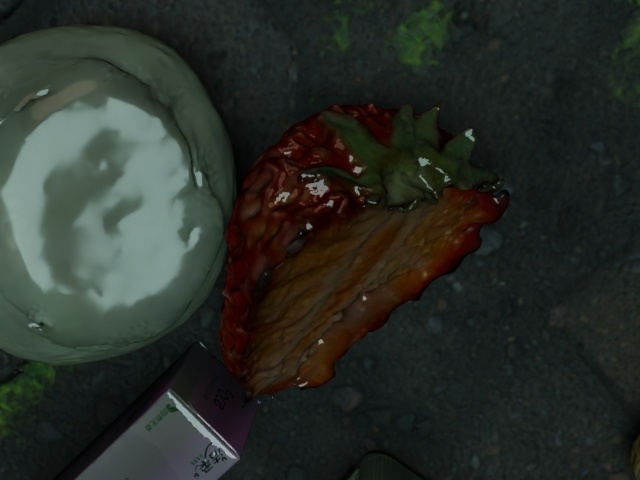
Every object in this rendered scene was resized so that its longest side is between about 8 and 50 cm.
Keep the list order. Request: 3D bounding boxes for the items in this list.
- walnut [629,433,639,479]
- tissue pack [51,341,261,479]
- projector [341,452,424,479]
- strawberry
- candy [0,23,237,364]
[{"bbox_3d":[0.329,0.193,1.079,0.079,0.082,0.096,18,113,-33],"label":"walnut"},{"bbox_3d":[-0.178,0.223,1.081,0.246,0.148,0.092,-43,96,12],"label":"tissue pack"},{"bbox_3d":[0.096,0.333,1.076,0.242,0.177,0.163,37,103,-6],"label":"projector"},{"bbox_3d":[0.016,-0.009,1.010,0.253,0.280,0.150,-23,64,-23],"label":"strawberry"},{"bbox_3d":[-0.205,-0.037,1.000,0.295,0.185,0.296,-1,98,-7],"label":"candy"}]
